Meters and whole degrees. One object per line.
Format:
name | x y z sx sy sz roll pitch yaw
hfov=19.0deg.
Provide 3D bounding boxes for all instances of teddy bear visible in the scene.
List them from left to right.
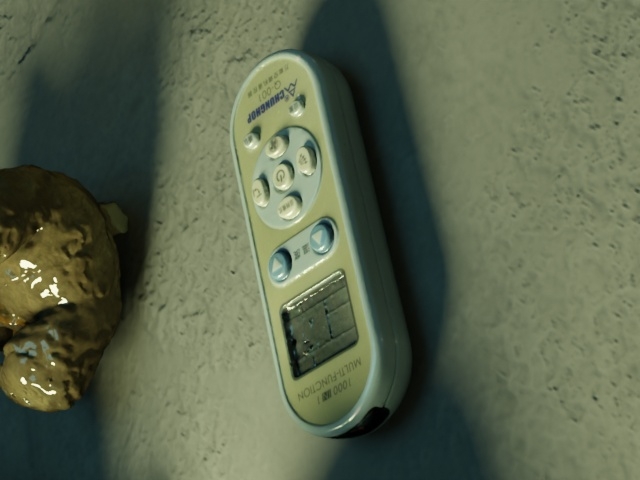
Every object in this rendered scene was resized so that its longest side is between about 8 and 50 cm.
teddy bear | -0.215 0.021 1.281 0.190 0.177 0.140 -8 30 45

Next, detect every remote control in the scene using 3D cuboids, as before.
remote control | 0.000 0.000 1.109 0.087 0.047 0.244 -31 59 35
